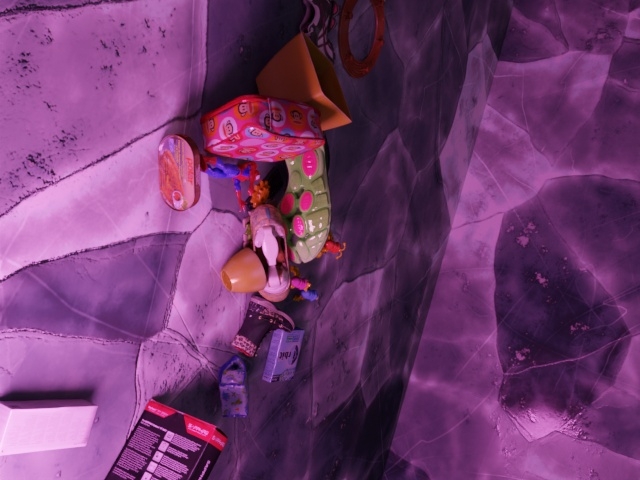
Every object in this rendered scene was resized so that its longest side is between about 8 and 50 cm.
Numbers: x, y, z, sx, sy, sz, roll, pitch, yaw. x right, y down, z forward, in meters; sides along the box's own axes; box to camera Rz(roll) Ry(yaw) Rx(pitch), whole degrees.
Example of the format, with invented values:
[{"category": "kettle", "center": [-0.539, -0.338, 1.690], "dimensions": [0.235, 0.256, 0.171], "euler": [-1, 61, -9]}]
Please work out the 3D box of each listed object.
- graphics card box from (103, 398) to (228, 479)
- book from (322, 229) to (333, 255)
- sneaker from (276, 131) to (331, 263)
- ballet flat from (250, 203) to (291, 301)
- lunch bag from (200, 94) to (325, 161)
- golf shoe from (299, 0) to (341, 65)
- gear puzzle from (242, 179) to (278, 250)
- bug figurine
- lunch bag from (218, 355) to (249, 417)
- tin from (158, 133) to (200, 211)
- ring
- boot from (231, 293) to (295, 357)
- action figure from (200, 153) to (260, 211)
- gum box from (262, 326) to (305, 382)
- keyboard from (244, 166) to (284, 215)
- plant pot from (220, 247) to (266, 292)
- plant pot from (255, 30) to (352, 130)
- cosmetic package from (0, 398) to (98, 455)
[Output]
[{"category": "graphics card box", "center": [-0.423, 0.617, 1.708], "dimensions": [0.371, 0.233, 0.094], "euler": [-63, 150, -25]}, {"category": "book", "center": [0.000, 0.000, 2.421], "dimensions": [0.144, 0.035, 0.096], "euler": [15, 86, -63]}, {"category": "sneaker", "center": [-0.033, -0.168, 2.075], "dimensions": [0.202, 0.185, 0.482], "euler": [7, 87, -74]}, {"category": "ballet flat", "center": [-0.144, 0.063, 1.979], "dimensions": [0.123, 0.123, 0.348], "euler": [-43, 139, -46]}, {"category": "lunch bag", "center": [-0.161, -0.279, 1.769], "dimensions": [0.293, 0.258, 0.120], "euler": [2, 76, -48]}, {"category": "golf shoe", "center": [-0.020, -0.607, 2.060], "dimensions": [0.120, 0.105, 0.272], "euler": [-1, 98, -45]}, {"category": "gear puzzle", "center": [-0.166, -0.032, 2.041], "dimensions": [0.175, 0.044, 0.339], "euler": [-38, 139, -46]}, {"category": "bug figurine", "center": [-0.025, 0.097, 2.321], "dimensions": [0.216, 0.072, 0.279], "euler": [16, 101, -58]}, {"category": "lunch bag", "center": [-0.264, 0.448, 2.075], "dimensions": [0.151, 0.096, 0.128], "euler": [-86, 176, -64]}, {"category": "tin", "center": [-0.340, -0.165, 1.636], "dimensions": [0.040, 0.106, 0.189], "euler": [-28, 127, -55]}, {"category": "ring", "center": [0.157, -0.741, 2.371], "dimensions": [0.336, 0.032, 0.336], "euler": [-33, 129, -52]}, {"category": "boot", "center": [-0.185, 0.294, 2.159], "dimensions": [0.236, 0.085, 0.178], "euler": [48, 62, -50]}, {"category": "action figure", "center": [-0.240, -0.152, 1.817], "dimensions": [0.280, 0.091, 0.139], "euler": [-8, 81, -60]}, {"category": "gum box", "center": [-0.127, 0.397, 2.356], "dimensions": [0.157, 0.041, 0.184], "euler": [14, 91, -63]}, {"category": "keyboard", "center": [-0.166, -0.131, 2.064], "dimensions": [0.180, 0.023, 0.108], "euler": [-54, 146, -34]}, {"category": "plant pot", "center": [-0.233, 0.100, 1.954], "dimensions": [0.095, 0.134, 0.134], "euler": [-24, 126, -29]}, {"category": "plant pot", "center": [-0.058, -0.418, 1.908], "dimensions": [0.212, 0.187, 0.212], "euler": [25, 44, -61]}, {"category": "cosmetic package", "center": [-0.602, 0.400, 1.461], "dimensions": [0.239, 0.060, 0.098], "euler": [24, 79, -62]}]
